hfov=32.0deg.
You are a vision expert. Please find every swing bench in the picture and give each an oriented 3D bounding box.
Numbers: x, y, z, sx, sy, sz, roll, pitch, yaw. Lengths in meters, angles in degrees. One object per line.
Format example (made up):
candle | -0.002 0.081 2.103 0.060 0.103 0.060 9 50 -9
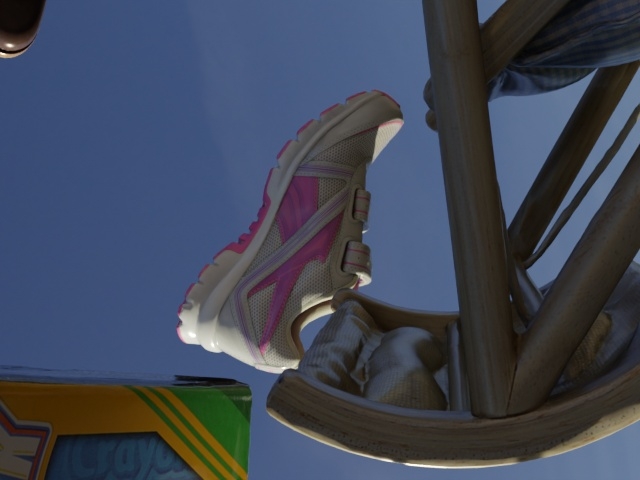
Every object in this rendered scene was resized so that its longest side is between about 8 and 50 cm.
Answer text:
swing bench | 0.093 -0.046 0.492 0.253 0.165 0.255 -46 -32 -82

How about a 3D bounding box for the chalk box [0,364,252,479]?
chalk box | -0.169 0.130 0.383 0.289 0.180 0.179 17 -105 -64

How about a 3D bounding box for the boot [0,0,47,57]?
boot | -0.233 -0.283 0.906 0.090 0.207 0.248 1 -90 -34

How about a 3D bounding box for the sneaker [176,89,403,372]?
sneaker | 0.000 0.000 0.883 0.252 0.111 0.103 -57 -12 0
